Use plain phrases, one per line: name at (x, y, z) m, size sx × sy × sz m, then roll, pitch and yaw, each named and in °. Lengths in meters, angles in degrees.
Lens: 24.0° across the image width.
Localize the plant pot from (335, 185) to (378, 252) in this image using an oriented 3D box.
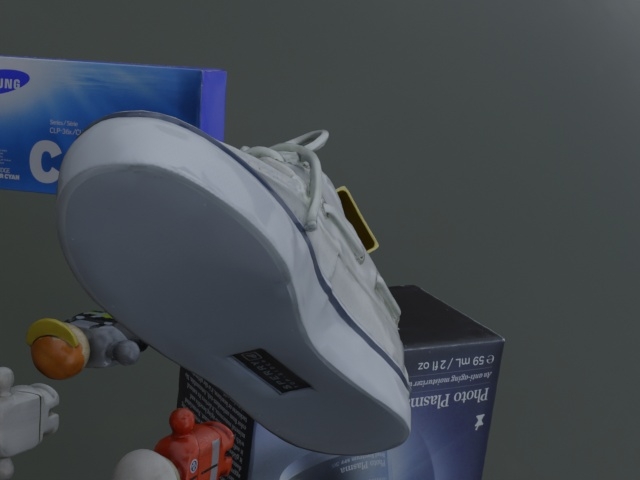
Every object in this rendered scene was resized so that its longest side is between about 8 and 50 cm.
plant pot at (0.000, 0.000, 1.711) m, size 0.081 × 0.083 × 0.081 m, roll -27°, pitch 85°, yaw -30°

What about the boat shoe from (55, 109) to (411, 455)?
boat shoe at (-0.033, -0.005, 0.931) m, size 0.367 × 0.136 × 0.156 m, roll 46°, pitch 39°, yaw -49°

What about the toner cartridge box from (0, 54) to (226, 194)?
toner cartridge box at (-0.290, -0.136, 1.822) m, size 0.075 × 0.348 × 0.165 m, roll -16°, pitch 110°, yaw -70°

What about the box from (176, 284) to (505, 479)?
box at (0.011, 0.219, 1.569) m, size 0.296 × 0.294 × 0.183 m, roll -4°, pitch 20°, yaw -31°

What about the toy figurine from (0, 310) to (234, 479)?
toy figurine at (-0.207, 0.179, 1.291) m, size 0.209 × 0.213 × 0.148 m, roll 56°, pitch 26°, yaw 8°
